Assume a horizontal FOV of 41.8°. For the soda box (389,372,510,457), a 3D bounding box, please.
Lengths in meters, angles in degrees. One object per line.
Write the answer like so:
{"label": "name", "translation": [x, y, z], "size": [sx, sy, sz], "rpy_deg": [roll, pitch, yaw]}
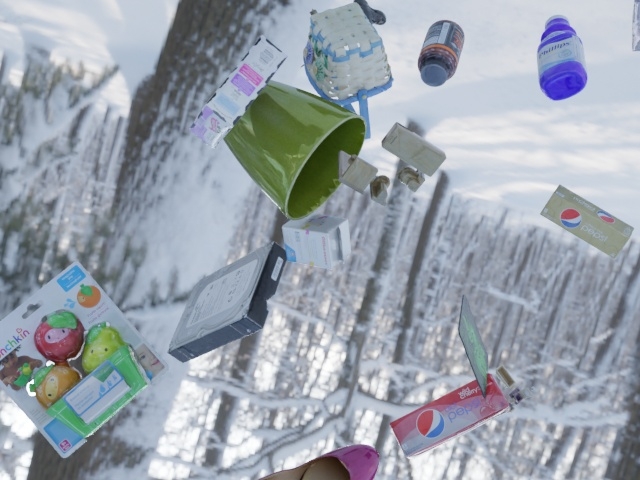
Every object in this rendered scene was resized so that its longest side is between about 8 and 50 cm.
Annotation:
{"label": "soda box", "translation": [0.298, 0.404, 1.922], "size": [0.092, 0.263, 0.083], "rpy_deg": [64, -173, 24]}

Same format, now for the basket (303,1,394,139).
{"label": "basket", "translation": [0.066, -0.427, 2.111], "size": [0.201, 0.289, 0.254], "rpy_deg": [-21, -131, -6]}

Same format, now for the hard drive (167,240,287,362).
{"label": "hard drive", "translation": [-0.233, 0.155, 2.079], "size": [0.064, 0.236, 0.339], "rpy_deg": [38, 139, -24]}

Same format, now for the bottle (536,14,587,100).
{"label": "bottle", "translation": [0.620, -0.481, 2.167], "size": [0.118, 0.282, 0.092], "rpy_deg": [-21, 129, 30]}

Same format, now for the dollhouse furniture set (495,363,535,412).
{"label": "dollhouse furniture set", "translation": [0.524, 0.395, 2.294], "size": [0.091, 0.114, 0.081], "rpy_deg": [-30, 171, -37]}

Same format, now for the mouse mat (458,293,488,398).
{"label": "mouse mat", "translation": [0.335, 0.229, 1.828], "size": [0.007, 0.189, 0.152], "rpy_deg": [-13, -154, 21]}

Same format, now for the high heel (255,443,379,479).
{"label": "high heel", "translation": [-0.019, 0.441, 1.516], "size": [0.127, 0.181, 0.377], "rpy_deg": [37, -134, 28]}

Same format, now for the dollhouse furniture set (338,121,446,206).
{"label": "dollhouse furniture set", "translation": [0.135, -0.164, 1.621], "size": [0.144, 0.151, 0.123], "rpy_deg": [30, -153, -16]}

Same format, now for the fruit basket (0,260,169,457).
{"label": "fruit basket", "translation": [-0.595, 0.280, 1.994], "size": [0.353, 0.327, 0.165], "rpy_deg": [51, 168, -4]}

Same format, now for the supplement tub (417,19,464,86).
{"label": "supplement tub", "translation": [0.312, -0.484, 2.190], "size": [0.106, 0.106, 0.197], "rpy_deg": [11, -133, 10]}

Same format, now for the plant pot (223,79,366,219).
{"label": "plant pot", "translation": [-0.096, -0.240, 1.877], "size": [0.293, 0.274, 0.275], "rpy_deg": [37, -170, 17]}

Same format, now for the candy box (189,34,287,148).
{"label": "candy box", "translation": [-0.169, -0.297, 1.695], "size": [0.070, 0.196, 0.165], "rpy_deg": [38, 159, -11]}

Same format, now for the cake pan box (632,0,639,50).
{"label": "cake pan box", "translation": [0.601, -0.495, 1.491], "size": [0.070, 0.245, 0.267], "rpy_deg": [5, 174, 20]}

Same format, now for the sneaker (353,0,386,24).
{"label": "sneaker", "translation": [0.133, -0.641, 2.439], "size": [0.051, 0.089, 0.170], "rpy_deg": [-13, 157, 37]}

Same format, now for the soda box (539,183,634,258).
{"label": "soda box", "translation": [0.562, -0.041, 1.771], "size": [0.181, 0.061, 0.058], "rpy_deg": [34, -145, 13]}

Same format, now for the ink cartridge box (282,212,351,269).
{"label": "ink cartridge box", "translation": [0.000, 0.000, 1.907], "size": [0.143, 0.092, 0.090], "rpy_deg": [11, -149, 31]}

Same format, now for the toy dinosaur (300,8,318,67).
{"label": "toy dinosaur", "translation": [-0.001, -0.672, 2.795], "size": [0.112, 0.211, 0.064], "rpy_deg": [18, -142, 20]}
